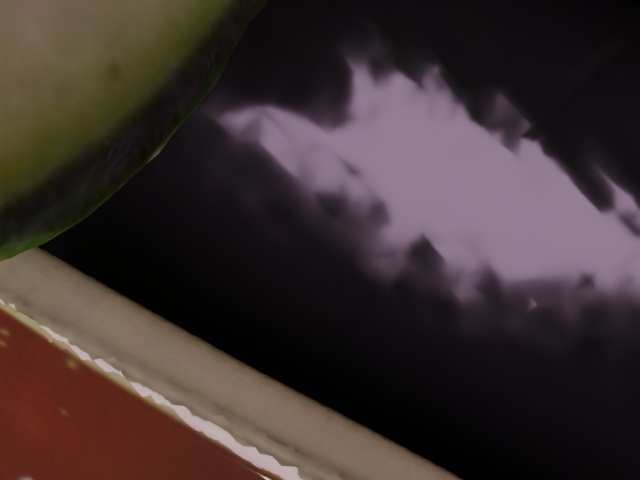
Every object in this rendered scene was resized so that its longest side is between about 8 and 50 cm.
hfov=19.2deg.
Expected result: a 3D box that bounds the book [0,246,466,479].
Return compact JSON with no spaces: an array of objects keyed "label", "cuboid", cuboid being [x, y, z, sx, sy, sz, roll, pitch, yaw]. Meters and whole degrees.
[{"label":"book","cuboid":[0.049,0.158,0.531,0.374,0.028,0.262,28,145,0]}]

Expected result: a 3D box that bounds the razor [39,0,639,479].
[{"label":"razor","cuboid":[0.000,0.001,0.530,0.349,0.113,0.204,27,113,3]}]

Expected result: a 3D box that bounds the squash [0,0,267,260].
[{"label":"squash","cuboid":[-0.229,-0.110,0.407,0.384,0.263,0.263,-3,107,37]}]
